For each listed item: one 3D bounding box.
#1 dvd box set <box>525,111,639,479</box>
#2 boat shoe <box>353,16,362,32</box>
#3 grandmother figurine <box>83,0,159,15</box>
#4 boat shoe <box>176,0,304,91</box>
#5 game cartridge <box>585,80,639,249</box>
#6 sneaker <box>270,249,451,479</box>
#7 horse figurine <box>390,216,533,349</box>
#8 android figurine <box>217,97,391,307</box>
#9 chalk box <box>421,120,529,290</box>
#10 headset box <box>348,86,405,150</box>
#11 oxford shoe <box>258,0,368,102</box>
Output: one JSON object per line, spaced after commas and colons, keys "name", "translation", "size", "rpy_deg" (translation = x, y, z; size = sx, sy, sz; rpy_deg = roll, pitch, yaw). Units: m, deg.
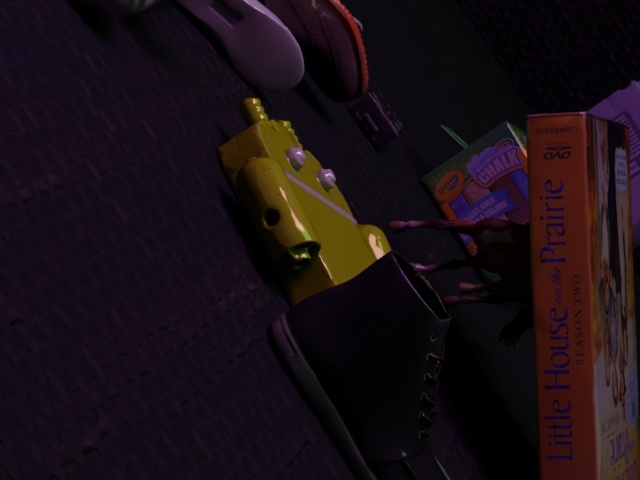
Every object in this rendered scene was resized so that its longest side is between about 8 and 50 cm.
{"name": "dvd box set", "translation": [0.259, 0.091, 1.860], "size": [0.307, 0.062, 0.420], "rpy_deg": [0, 88, -73]}
{"name": "boat shoe", "translation": [0.015, -0.264, 2.331], "size": [0.046, 0.038, 0.125], "rpy_deg": [17, -8, 21]}
{"name": "grandmother figurine", "translation": [-0.124, -0.260, 1.617], "size": [0.342, 0.208, 0.104], "rpy_deg": [-54, 147, -65]}
{"name": "boat shoe", "translation": [-0.085, -0.214, 1.818], "size": [0.184, 0.066, 0.063], "rpy_deg": [37, 22, -31]}
{"name": "game cartridge", "translation": [0.344, -0.061, 2.463], "size": [0.060, 0.294, 0.196], "rpy_deg": [40, 21, -44]}
{"name": "sneaker", "translation": [0.071, 0.122, 1.433], "size": [0.222, 0.118, 0.083], "rpy_deg": [54, 13, -10]}
{"name": "horse figurine", "translation": [0.190, 0.031, 1.973], "size": [0.263, 0.174, 0.066], "rpy_deg": [43, 50, -51]}
{"name": "android figurine", "translation": [0.000, 0.000, 1.617], "size": [0.248, 0.056, 0.273], "rpy_deg": [33, 28, -59]}
{"name": "chalk box", "translation": [0.219, -0.060, 2.371], "size": [0.213, 0.132, 0.132], "rpy_deg": [59, 13, 9]}
{"name": "headset box", "translation": [0.065, -0.142, 2.231], "size": [0.062, 0.032, 0.083], "rpy_deg": [55, 14, -4]}
{"name": "oxford shoe", "translation": [-0.041, -0.233, 1.982], "size": [0.097, 0.098, 0.271], "rpy_deg": [10, -37, 47]}
